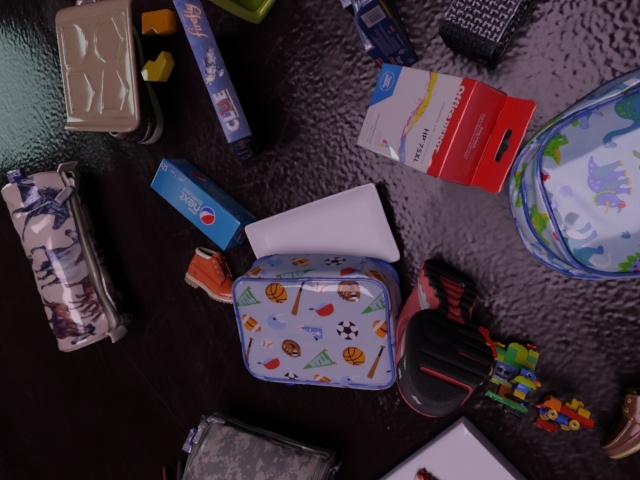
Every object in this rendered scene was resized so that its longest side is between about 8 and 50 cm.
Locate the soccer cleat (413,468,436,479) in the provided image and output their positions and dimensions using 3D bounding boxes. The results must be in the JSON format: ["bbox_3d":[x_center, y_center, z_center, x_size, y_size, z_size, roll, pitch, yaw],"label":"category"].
[{"bbox_3d":[0.200,0.433,0.782,0.083,0.029,0.036,31,118,19],"label":"soccer cleat"}]

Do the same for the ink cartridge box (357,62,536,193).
[{"bbox_3d":[0.168,-0.166,0.652,0.231,0.078,0.134,36,114,47],"label":"ink cartridge box"}]

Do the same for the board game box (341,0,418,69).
[{"bbox_3d":[0.064,-0.377,0.679,0.060,0.194,0.194,-24,75,24],"label":"board game box"}]

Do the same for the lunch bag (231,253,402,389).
[{"bbox_3d":[-0.007,0.149,0.806,0.303,0.115,0.243,0,112,19],"label":"lunch bag"}]

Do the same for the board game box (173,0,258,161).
[{"bbox_3d":[-0.175,-0.271,0.789,0.042,0.165,0.243,-21,90,-4],"label":"board game box"}]

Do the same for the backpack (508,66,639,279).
[{"bbox_3d":[0.413,-0.087,0.547,0.355,0.273,0.290,-14,100,38],"label":"backpack"}]

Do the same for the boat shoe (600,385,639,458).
[{"bbox_3d":[0.471,0.242,0.664,0.060,0.064,0.178,39,105,18],"label":"boat shoe"}]

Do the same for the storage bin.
[{"bbox_3d":[0.249,-0.345,0.619,0.084,0.122,0.180,34,110,14],"label":"storage bin"}]

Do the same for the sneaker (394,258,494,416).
[{"bbox_3d":[0.161,0.154,0.652,0.116,0.314,0.136,26,119,6],"label":"sneaker"}]

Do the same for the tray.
[{"bbox_3d":[0.000,0.000,0.828,0.270,0.030,0.145,-17,100,25],"label":"tray"}]

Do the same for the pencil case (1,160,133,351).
[{"bbox_3d":[-0.554,0.039,1.006,0.183,0.160,0.410,-18,91,39],"label":"pencil case"}]

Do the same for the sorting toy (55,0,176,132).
[{"bbox_3d":[-0.363,-0.310,0.810,0.307,0.041,0.229,9,102,29],"label":"sorting toy"}]

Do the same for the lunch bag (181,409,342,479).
[{"bbox_3d":[-0.123,0.497,0.887,0.305,0.212,0.256,10,86,20],"label":"lunch bag"}]

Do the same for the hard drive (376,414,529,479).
[{"bbox_3d":[0.221,0.490,0.821,0.210,0.040,0.319,45,113,10],"label":"hard drive"}]

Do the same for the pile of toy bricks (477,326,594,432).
[{"bbox_3d":[0.307,0.206,0.710,0.212,0.118,0.105,25,69,12],"label":"pile of toy bricks"}]

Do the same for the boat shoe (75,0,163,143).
[{"bbox_3d":[-0.425,-0.352,0.916,0.116,0.096,0.324,-19,91,25],"label":"boat shoe"}]

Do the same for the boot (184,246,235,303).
[{"bbox_3d":[-0.203,0.072,0.921,0.158,0.059,0.085,25,103,18],"label":"boot"}]

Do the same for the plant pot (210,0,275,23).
[{"bbox_3d":[-0.158,-0.526,0.710,0.207,0.227,0.228,48,113,14],"label":"plant pot"}]

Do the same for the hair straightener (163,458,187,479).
[{"bbox_3d":[-0.297,0.593,0.989,0.089,0.230,0.047,-26,132,4],"label":"hair straightener"}]

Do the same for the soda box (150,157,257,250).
[{"bbox_3d":[-0.232,-0.076,0.899,0.210,0.067,0.071,39,112,12],"label":"soda box"}]
